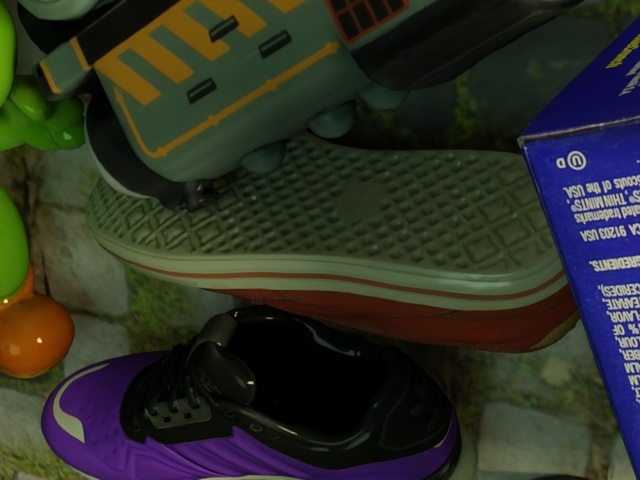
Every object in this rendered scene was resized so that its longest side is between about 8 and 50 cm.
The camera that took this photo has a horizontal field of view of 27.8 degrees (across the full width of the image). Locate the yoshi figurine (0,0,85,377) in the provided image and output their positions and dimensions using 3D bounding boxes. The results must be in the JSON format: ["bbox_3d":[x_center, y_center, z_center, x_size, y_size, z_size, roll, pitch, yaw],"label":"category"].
[{"bbox_3d":[-0.246,-0.041,0.783,0.203,0.203,0.362,8,129,11],"label":"yoshi figurine"}]

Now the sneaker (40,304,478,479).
[{"bbox_3d":[-0.057,0.091,0.797,0.293,0.102,0.146,1,144,22],"label":"sneaker"}]

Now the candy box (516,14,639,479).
[{"bbox_3d":[0.228,0.041,0.525,0.122,0.268,0.317,-8,112,37],"label":"candy box"}]

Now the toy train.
[{"bbox_3d":[-0.024,-0.139,0.636,0.334,0.142,0.190,-26,87,38],"label":"toy train"}]

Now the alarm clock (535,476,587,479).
[{"bbox_3d":[0.166,0.203,0.786,0.129,0.064,0.192,43,126,3],"label":"alarm clock"}]

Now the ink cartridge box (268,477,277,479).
[{"bbox_3d":[0.023,0.230,0.882,0.180,0.060,0.104,42,128,4],"label":"ink cartridge box"}]

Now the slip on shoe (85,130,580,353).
[{"bbox_3d":[0.000,0.000,0.741,0.331,0.123,0.101,9,147,31],"label":"slip on shoe"}]
